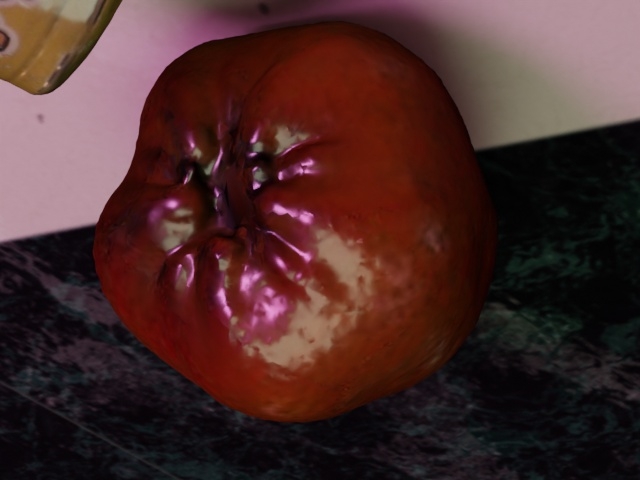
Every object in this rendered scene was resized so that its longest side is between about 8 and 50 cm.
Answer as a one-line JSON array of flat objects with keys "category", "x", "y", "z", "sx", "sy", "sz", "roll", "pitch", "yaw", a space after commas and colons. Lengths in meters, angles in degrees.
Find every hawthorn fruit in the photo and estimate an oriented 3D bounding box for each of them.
[{"category": "hawthorn fruit", "x": 0.000, "y": 0.000, "z": 1.012, "sx": 0.224, "sy": 0.224, "sz": 0.261, "roll": -15, "pitch": 157, "yaw": 21}]

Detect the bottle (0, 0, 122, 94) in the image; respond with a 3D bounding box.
[{"category": "bottle", "x": -0.250, "y": -0.207, "z": 0.805, "sx": 0.351, "sy": 0.172, "sz": 0.171, "roll": 22, "pitch": 137, "yaw": -19}]
